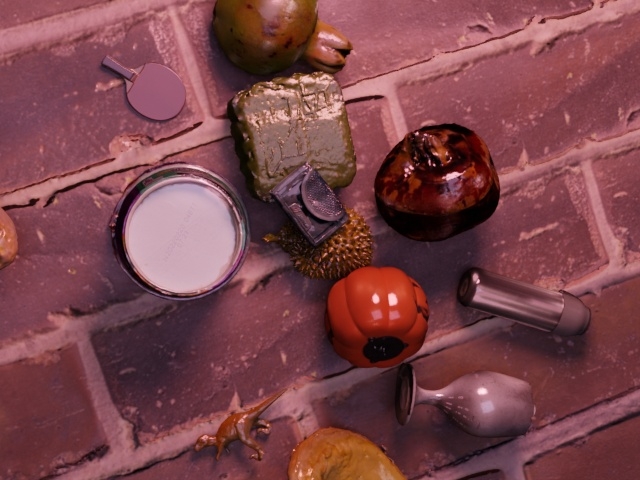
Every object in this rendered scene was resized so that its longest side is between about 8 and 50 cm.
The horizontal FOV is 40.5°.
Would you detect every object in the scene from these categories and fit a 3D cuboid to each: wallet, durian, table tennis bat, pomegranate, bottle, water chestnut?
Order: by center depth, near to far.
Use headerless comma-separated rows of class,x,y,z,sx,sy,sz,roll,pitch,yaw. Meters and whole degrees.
wallet,-0.016,-0.060,1.476,0.088,0.026,0.129,-39,109,-3
pomegranate,-0.073,-0.363,1.490,0.189,0.159,0.241,-36,101,-6
water chestnut,0.204,-0.110,1.517,0.223,0.224,0.238,-28,129,-8
table tennis bat,-0.310,-0.274,1.521,0.158,0.014,0.095,31,88,-13
durian,0.000,0.000,1.548,0.208,0.102,0.147,7,97,-7
bottle,0.386,0.113,1.638,0.253,0.079,0.096,17,51,-10

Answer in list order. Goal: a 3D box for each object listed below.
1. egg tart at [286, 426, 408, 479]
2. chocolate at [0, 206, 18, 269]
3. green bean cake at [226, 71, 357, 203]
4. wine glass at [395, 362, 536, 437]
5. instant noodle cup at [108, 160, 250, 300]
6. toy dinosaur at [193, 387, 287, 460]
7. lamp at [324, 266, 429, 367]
egg tart,0.047,0.483,1.520,0.315,0.315,0.120,38,125,-10
chocolate,-0.638,-0.043,1.412,0.309,0.134,0.134,24,88,-7
green bean cake,-0.051,-0.179,1.523,0.200,0.113,0.214,-12,96,-8
wine glass,0.263,0.296,1.596,0.241,0.126,0.127,8,91,-8
instant noodle cup,-0.231,-0.013,1.455,0.251,0.190,0.251,0,92,-10
toy dinosaur,-0.145,0.323,1.563,0.126,0.039,0.162,20,87,-9
lamp,0.098,0.129,1.534,0.187,0.164,0.188,-4,136,-4
